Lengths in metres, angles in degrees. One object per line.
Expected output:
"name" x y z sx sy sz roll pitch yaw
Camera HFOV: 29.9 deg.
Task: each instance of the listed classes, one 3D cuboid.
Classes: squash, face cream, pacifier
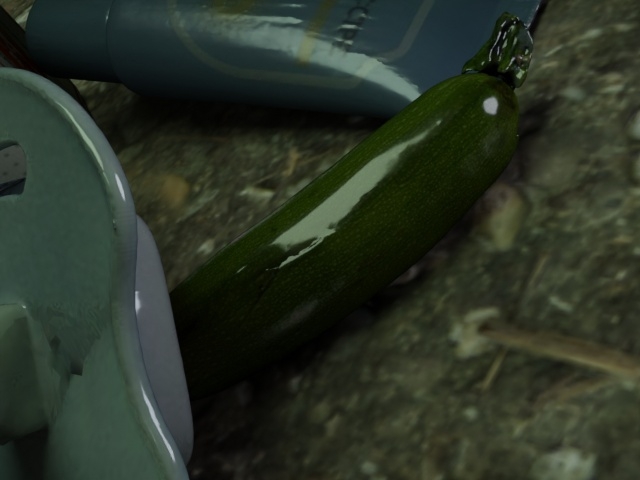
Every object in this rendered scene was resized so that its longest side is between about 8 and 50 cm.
"squash" 0.002 0.001 0.649 0.318 0.071 0.080 -41 55 6
"face cream" -0.042 -0.137 0.816 0.385 0.086 0.135 8 55 32
"pacifier" -0.186 0.071 0.569 0.244 0.233 0.299 -14 86 39

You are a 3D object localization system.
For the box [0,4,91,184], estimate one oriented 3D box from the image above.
"box" -0.243 -0.089 0.854 0.095 0.210 0.330 -37 36 4
